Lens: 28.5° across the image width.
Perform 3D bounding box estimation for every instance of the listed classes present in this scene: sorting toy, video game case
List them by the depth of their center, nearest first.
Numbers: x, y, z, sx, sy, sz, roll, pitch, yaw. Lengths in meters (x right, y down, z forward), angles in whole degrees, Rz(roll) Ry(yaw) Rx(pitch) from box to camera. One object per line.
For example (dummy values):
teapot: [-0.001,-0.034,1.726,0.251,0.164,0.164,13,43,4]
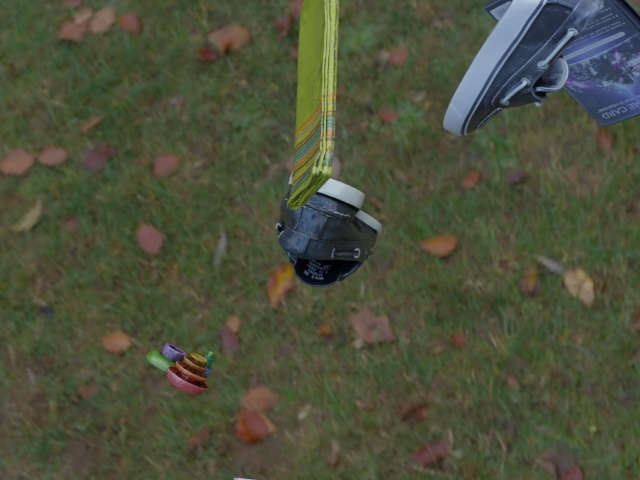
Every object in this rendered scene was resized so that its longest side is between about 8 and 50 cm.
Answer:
sorting toy: [-0.146,0.133,1.373,0.102,0.061,0.042,33,96,55]
video game case: [0.392,-0.280,1.815,0.196,0.274,0.026,-18,37,56]

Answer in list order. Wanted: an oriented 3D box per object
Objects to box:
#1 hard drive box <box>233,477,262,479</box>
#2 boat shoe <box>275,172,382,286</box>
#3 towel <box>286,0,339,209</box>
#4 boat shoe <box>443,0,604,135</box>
hard drive box: [-0.028,0.286,0.871,0.181,0.089,0.232,-2,36,33]
boat shoe: [0.004,0.001,1.567,0.127,0.340,0.113,19,84,2]
towel: [-0.010,-0.154,1.264,0.021,0.102,0.237,10,67,-19]
boat shoe: [0.228,-0.196,1.424,0.102,0.301,0.108,32,58,2]
